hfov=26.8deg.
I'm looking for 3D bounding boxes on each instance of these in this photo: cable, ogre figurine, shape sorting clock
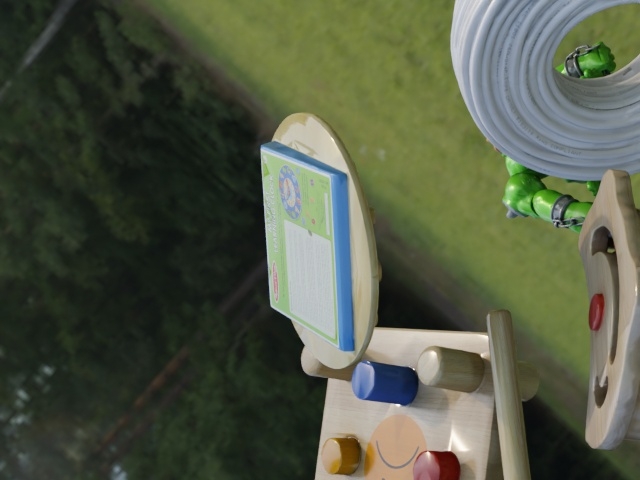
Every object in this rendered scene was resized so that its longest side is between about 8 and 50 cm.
[{"bbox_3d":[0.235,-0.167,1.099,0.089,0.257,0.257,-94,-1,-51],"label":"cable"},{"bbox_3d":[0.236,-0.093,1.343,0.118,0.197,0.096,-13,172,44],"label":"ogre figurine"},{"bbox_3d":[0.000,0.000,1.073,0.040,0.206,0.206,-12,-147,-26],"label":"shape sorting clock"}]

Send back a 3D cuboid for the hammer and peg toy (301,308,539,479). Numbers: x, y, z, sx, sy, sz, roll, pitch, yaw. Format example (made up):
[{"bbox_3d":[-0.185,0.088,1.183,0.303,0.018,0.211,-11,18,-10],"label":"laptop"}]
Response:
[{"bbox_3d":[0.112,0.202,1.220,0.127,0.266,0.361,13,170,-34],"label":"hammer and peg toy"}]

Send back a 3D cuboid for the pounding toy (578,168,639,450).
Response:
[{"bbox_3d":[0.275,0.071,0.966,0.154,0.154,0.269,6,-143,-1],"label":"pounding toy"}]
